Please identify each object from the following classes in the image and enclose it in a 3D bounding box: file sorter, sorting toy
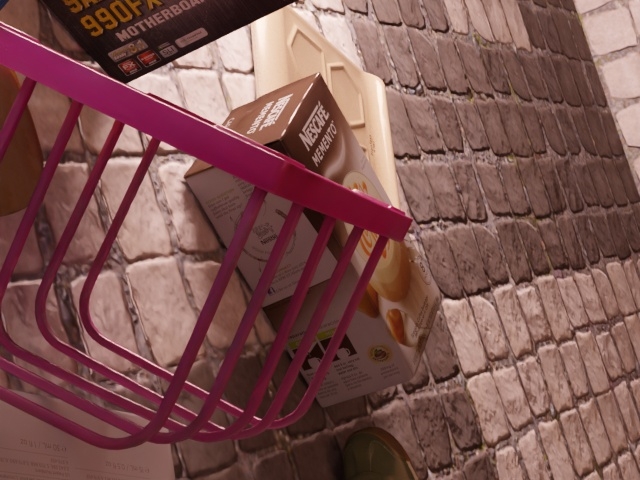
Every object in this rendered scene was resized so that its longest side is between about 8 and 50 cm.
[{"bbox_3d":[-0.100,0.011,0.933,0.182,0.202,0.291,-65,163,2],"label":"file sorter"},{"bbox_3d":[0.001,-0.121,1.521,0.208,0.038,0.193,30,46,-48],"label":"sorting toy"}]

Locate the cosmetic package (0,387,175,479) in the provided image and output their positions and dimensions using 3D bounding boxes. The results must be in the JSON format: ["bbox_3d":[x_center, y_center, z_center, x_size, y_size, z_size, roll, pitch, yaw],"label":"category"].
[{"bbox_3d":[-0.201,0.218,0.793,0.377,0.097,0.284,24,49,-57],"label":"cosmetic package"}]

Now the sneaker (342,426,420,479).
[{"bbox_3d":[0.053,0.254,1.306,0.086,0.064,0.192,5,71,-68],"label":"sneaker"}]

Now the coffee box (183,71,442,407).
[{"bbox_3d":[0.000,0.000,1.349,0.246,0.098,0.141,60,27,-20],"label":"coffee box"}]

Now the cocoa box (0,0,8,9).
[{"bbox_3d":[-0.226,-0.266,0.640,0.231,0.228,0.347,38,9,-46],"label":"cocoa box"}]

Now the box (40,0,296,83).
[{"bbox_3d":[-0.110,-0.233,1.147,0.183,0.231,0.056,50,29,-37],"label":"box"}]

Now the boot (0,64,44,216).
[{"bbox_3d":[-0.257,-0.176,0.974,0.211,0.104,0.295,-99,166,-48],"label":"boot"}]
